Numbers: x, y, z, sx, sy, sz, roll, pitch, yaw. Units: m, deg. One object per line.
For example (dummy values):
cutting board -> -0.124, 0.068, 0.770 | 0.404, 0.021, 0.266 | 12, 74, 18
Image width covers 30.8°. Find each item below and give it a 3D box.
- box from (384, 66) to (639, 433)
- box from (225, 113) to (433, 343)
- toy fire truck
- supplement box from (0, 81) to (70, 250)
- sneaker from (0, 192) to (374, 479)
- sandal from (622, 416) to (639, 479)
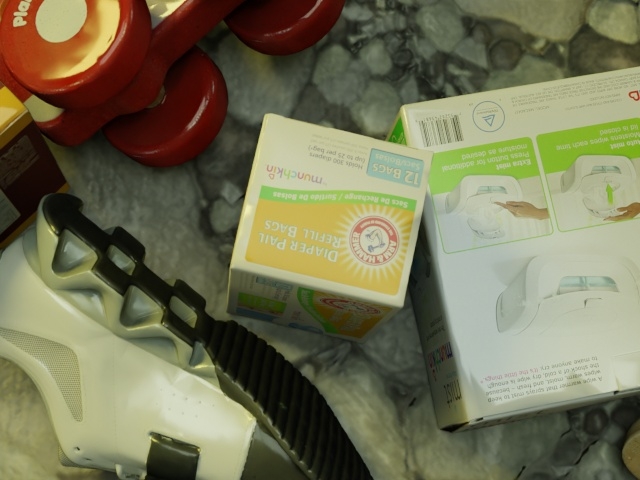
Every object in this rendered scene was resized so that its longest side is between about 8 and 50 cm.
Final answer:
box -> 0.199, 0.003, 0.858 | 0.262, 0.127, 0.231 | -11, 80, -7
box -> 0.000, 0.000, 0.803 | 0.114, 0.203, 0.103 | 13, 78, -2
toy fire truck -> -0.139, -0.220, 0.850 | 0.302, 0.169, 0.254 | -43, 67, 5
supplement box -> -0.297, -0.084, 0.802 | 0.191, 0.194, 0.129 | 45, 78, 5
sneaker -> -0.105, 0.124, 0.825 | 0.330, 0.122, 0.146 | 41, 104, -5
sandal -> 0.325, 0.215, 0.833 | 0.240, 0.088, 0.079 | 27, 40, 7
